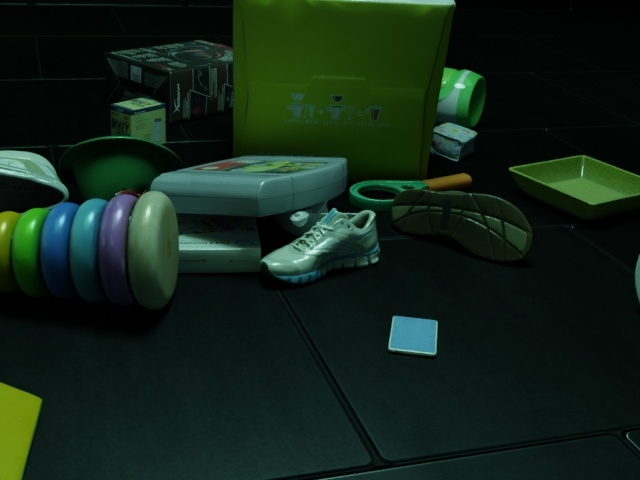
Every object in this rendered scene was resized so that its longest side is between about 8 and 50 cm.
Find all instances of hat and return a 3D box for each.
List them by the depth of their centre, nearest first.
[{"bbox_3d":[-0.290,-0.033,1.293,0.173,0.183,0.208,-23,-27,32],"label":"hat"}]

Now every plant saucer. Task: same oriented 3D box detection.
[{"bbox_3d":[0.440,-0.084,1.504,0.188,0.045,0.188,-11,27,-31],"label":"plant saucer"}]

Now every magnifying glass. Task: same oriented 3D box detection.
[{"bbox_3d":[0.151,-0.084,1.488,0.231,0.026,0.092,-10,26,-30],"label":"magnifying glass"}]

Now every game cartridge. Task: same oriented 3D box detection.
[{"bbox_3d":[-0.080,-0.083,1.292,0.196,0.060,0.294,8,14,23],"label":"game cartridge"}]

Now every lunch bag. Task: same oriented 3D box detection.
[{"bbox_3d":[0.242,-0.188,1.709,0.083,0.053,0.071,26,33,23],"label":"lunch bag"}]

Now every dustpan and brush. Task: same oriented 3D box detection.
[{"bbox_3d":[-0.013,-0.035,1.283,0.147,0.060,0.211,8,19,10],"label":"dustpan and brush"}]

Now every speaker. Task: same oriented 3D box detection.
[{"bbox_3d":[0.189,-0.315,1.904,0.296,0.131,0.131,15,26,24],"label":"speaker"}]

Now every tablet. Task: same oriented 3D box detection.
[{"bbox_3d":[0.108,0.110,1.051,0.054,0.006,0.083,6,23,6],"label":"tablet"}]

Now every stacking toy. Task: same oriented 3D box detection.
[{"bbox_3d":[-0.342,0.009,1.073,0.330,0.141,0.141,1,23,3],"label":"stacking toy"}]

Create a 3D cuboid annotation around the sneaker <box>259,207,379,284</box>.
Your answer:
[{"bbox_3d":[0.000,0.000,1.198,0.191,0.083,0.071,-17,32,-37],"label":"sneaker"}]

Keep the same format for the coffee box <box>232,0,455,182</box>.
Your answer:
[{"bbox_3d":[0.019,-0.324,1.553,0.338,0.338,0.334,2,39,-5],"label":"coffee box"}]

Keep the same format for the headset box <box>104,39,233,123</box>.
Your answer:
[{"bbox_3d":[-0.272,-0.345,1.919,0.218,0.110,0.293,22,30,36],"label":"headset box"}]

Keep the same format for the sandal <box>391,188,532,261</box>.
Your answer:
[{"bbox_3d":[0.207,-0.025,1.315,0.219,0.090,0.060,11,1,32],"label":"sandal"}]

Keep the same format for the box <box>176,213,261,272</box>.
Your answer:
[{"bbox_3d":[-0.160,-0.010,1.251,0.145,0.038,0.186,0,25,-8],"label":"box"}]

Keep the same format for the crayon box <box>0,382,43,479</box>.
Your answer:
[{"bbox_3d":[-0.385,0.160,0.567,0.363,0.106,0.313,25,19,-17],"label":"crayon box"}]

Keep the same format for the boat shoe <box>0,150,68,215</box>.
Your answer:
[{"bbox_3d":[-0.512,-0.066,1.236,0.320,0.118,0.103,-2,19,-30],"label":"boat shoe"}]

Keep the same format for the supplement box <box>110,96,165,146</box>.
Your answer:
[{"bbox_3d":[-0.325,-0.205,1.620,0.056,0.083,0.083,20,28,33],"label":"supplement box"}]

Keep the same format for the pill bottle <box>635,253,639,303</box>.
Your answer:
[{"bbox_3d":[0.515,0.047,1.115,0.221,0.121,0.121,-3,24,-13],"label":"pill bottle"}]
